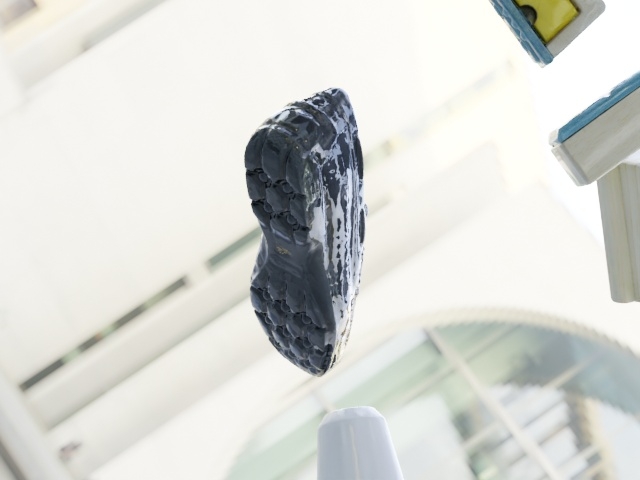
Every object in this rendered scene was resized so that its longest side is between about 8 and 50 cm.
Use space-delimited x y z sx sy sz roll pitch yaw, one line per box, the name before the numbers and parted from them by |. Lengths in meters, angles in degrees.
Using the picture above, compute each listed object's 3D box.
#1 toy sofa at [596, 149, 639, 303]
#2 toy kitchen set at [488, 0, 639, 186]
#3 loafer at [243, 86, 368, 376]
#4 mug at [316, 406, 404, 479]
toy sofa | 0.410 -0.071 1.823 0.177 0.362 0.150 17 -55 48
toy kitchen set | 0.181 -0.136 1.382 0.166 0.122 0.207 54 -2 0
loafer | 0.000 0.000 1.186 0.076 0.078 0.223 30 -36 27
mug | 0.018 0.150 1.282 0.062 0.078 0.064 12 65 -54
